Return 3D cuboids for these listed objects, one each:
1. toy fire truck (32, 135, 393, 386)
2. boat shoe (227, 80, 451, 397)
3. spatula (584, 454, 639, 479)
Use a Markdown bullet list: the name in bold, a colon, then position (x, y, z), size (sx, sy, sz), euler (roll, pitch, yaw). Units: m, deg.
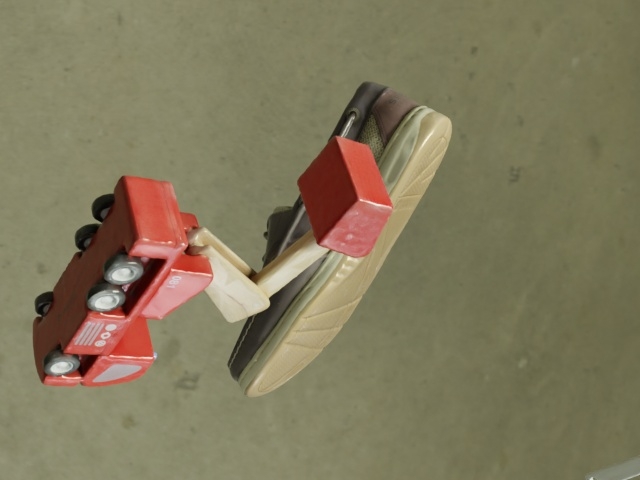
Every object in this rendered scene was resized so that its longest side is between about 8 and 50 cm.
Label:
- **toy fire truck**: position (-0.064, 0.017, 0.555), size (0.135, 0.047, 0.192), euler (8, 137, -34)
- **boat shoe**: position (0.000, 0.000, 0.847), size (0.285, 0.092, 0.103), euler (-58, 159, 16)
- **spatula**: position (0.337, 0.231, 0.852), size (0.019, 0.242, 0.168), euler (-18, 75, -40)
